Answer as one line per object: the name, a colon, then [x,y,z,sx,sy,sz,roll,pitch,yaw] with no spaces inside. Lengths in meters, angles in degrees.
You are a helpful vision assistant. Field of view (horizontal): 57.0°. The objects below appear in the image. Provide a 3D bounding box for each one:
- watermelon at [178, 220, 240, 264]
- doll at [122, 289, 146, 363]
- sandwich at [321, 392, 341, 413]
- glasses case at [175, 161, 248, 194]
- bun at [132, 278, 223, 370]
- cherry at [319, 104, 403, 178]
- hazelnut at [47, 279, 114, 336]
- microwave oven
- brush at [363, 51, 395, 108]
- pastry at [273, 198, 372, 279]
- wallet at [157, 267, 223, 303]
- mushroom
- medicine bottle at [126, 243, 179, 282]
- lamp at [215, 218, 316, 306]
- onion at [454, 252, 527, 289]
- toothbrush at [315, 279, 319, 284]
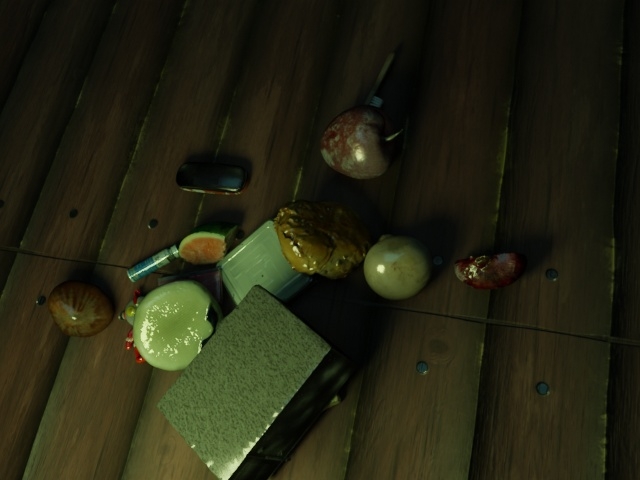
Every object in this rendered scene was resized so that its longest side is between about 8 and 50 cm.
watermelon: [-0.369,-0.019,1.956,0.230,0.128,0.146,-7,38,27]
doll: [-0.574,0.270,1.913,0.142,0.076,0.245,-18,70,0]
sandwich: [-0.056,0.443,1.738,0.192,0.058,0.163,-28,63,3]
glasses case: [-0.379,-0.218,2.064,0.266,0.067,0.103,7,69,16]
bun: [-0.441,0.258,1.828,0.282,0.179,0.284,-1,93,-15]
cherry: [0.139,-0.315,1.910,0.285,0.213,0.236,-11,54,28]
hazelnut: [-0.782,0.231,1.908,0.186,0.210,0.210,-47,59,35]
microwave oven: [-0.174,0.394,1.635,0.374,0.236,0.432,36,84,31]
brush: [0.205,-0.518,2.059,0.065,0.070,0.328,25,74,1]
pastry: [0.000,0.000,1.810,0.310,0.162,0.255,6,52,-26]
wallet: [-0.427,0.165,1.928,0.232,0.025,0.120,-11,75,17]
mushroom: [0.220,0.079,1.764,0.206,0.206,0.209,-56,27,-11]
medicine bottle: [-0.562,0.076,1.997,0.191,0.051,0.051,-29,66,1]
lamp: [-0.181,0.104,1.888,0.266,0.047,0.269,-40,65,7]
onion: [0.492,0.092,1.712,0.205,0.151,0.099,-8,81,27]
toothbrush: [-0.104,0.100,1.906,0.219,0.016,0.019,19,66,20]
